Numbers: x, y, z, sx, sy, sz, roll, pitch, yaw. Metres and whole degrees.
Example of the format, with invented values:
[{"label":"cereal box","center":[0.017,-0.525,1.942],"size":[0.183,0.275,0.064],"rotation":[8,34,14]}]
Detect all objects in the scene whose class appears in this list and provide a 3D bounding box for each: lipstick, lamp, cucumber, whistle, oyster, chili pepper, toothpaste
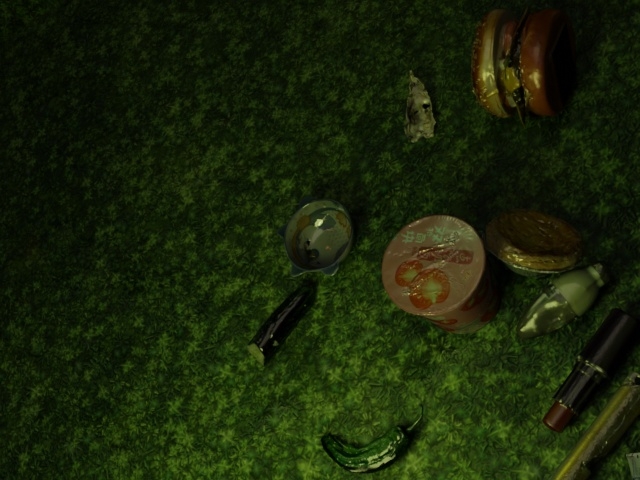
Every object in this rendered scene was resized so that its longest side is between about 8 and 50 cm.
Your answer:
[{"label":"lipstick","center":[0.574,0.279,1.739],"size":[0.081,0.081,0.299],"rotation":[32,84,35]},{"label":"lamp","center":[0.535,0.134,1.816],"size":[0.250,0.101,0.101],"rotation":[-38,56,12]},{"label":"cucumber","center":[-0.099,0.213,2.130],"size":[0.074,0.074,0.241],"rotation":[35,85,35]},{"label":"whistle","center":[0.574,0.410,1.692],"size":[0.068,0.057,0.326],"rotation":[37,88,35]},{"label":"oyster","center":[0.272,-0.357,2.219],"size":[0.106,0.061,0.199],"rotation":[12,75,13]},{"label":"chili pepper","center":[0.128,0.473,1.894],"size":[0.279,0.065,0.122],"rotation":[-21,63,23]},{"label":"toothpaste","center":[0.641,0.507,1.631],"size":[0.045,0.028,0.169],"rotation":[-14,60,29]}]

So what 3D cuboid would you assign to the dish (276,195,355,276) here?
[{"label":"dish","center":[0.000,0.000,2.166],"size":[0.228,0.086,0.236],"rotation":[-7,65,26]}]

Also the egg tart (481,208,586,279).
[{"label":"egg tart","center":[0.483,0.016,1.868],"size":[0.234,0.094,0.234],"rotation":[2,32,-1]}]

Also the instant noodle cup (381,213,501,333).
[{"label":"instant noodle cup","center":[0.291,0.093,1.882],"size":[0.243,0.231,0.242],"rotation":[-12,62,23]}]

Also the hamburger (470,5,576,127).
[{"label":"hamburger","center":[0.490,-0.431,2.004],"size":[0.225,0.291,0.290],"rotation":[3,69,32]}]
